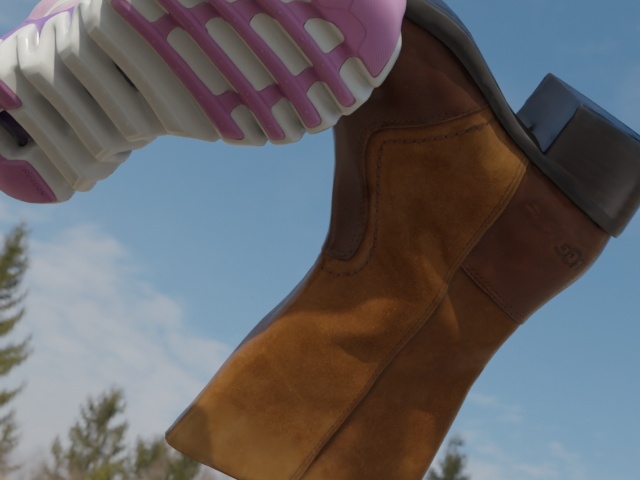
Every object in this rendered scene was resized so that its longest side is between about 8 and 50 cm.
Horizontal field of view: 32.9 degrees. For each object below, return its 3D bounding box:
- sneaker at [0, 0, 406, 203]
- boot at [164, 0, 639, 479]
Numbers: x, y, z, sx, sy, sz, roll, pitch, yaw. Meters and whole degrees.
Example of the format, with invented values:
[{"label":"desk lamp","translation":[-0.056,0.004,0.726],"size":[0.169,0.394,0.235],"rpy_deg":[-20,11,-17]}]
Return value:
[{"label":"sneaker","translation":[-0.066,-0.094,0.489],"size":[0.236,0.104,0.095],"rpy_deg":[-11,-53,33]},{"label":"boot","translation":[0.000,0.000,0.582],"size":[0.264,0.280,0.096],"rpy_deg":[30,18,-18]}]
